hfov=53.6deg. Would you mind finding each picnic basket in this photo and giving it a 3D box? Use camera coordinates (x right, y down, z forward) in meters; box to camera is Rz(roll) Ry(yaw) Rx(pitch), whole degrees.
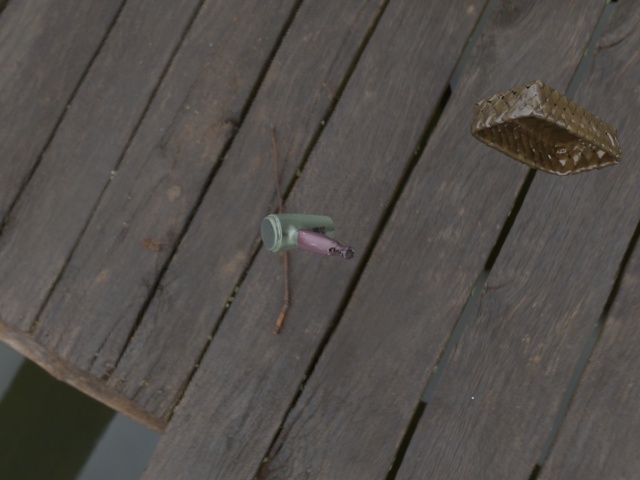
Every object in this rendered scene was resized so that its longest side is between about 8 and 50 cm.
[{"bbox_3d":[0.278,-0.134,0.774,0.110,0.193,0.055,-11,66,52],"label":"picnic basket"}]

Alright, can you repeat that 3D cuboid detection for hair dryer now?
[{"bbox_3d":[-0.004,0.001,0.863,0.154,0.106,0.054,29,118,55],"label":"hair dryer"}]
